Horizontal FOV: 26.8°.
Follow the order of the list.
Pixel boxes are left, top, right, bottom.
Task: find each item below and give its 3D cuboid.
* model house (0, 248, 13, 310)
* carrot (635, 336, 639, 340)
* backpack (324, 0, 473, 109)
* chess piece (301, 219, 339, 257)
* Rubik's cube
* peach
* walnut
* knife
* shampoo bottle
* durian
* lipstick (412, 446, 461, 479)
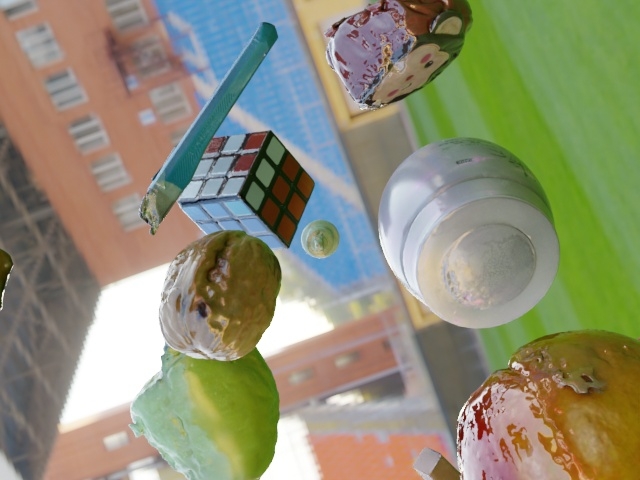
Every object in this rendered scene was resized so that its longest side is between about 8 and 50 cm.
[{"bbox_3d":[-0.432,0.086,1.415,0.173,0.268,0.239,-20,-112,-45],"label":"model house"},{"bbox_3d":[0.468,0.188,2.114,0.061,0.257,0.061,47,-162,-21],"label":"carrot"},{"bbox_3d":[0.126,-0.297,1.973,0.139,0.229,0.229,57,-179,10],"label":"backpack"},{"bbox_3d":[0.000,0.000,1.986,0.149,0.059,0.059,-89,-21,-88],"label":"chess piece"},{"bbox_3d":[-0.133,-0.085,2.440,0.160,0.162,0.163,48,-127,-39],"label":"Rubik's cube"},{"bbox_3d":[0.323,0.281,1.502,0.372,0.290,0.372,49,160,24],"label":"peach"},{"bbox_3d":[-0.129,0.068,1.762,0.155,0.156,0.184,63,-137,-65],"label":"walnut"},{"bbox_3d":[-0.136,-0.139,1.626,0.044,0.296,0.026,38,170,-33],"label":"knife"},{"bbox_3d":[0.235,-0.016,2.136,0.266,0.273,0.273,-115,3,-63],"label":"shampoo bottle"},{"bbox_3d":[-0.187,0.280,2.295,0.339,0.256,0.204,49,-152,-7],"label":"durian"},{"bbox_3d":[0.213,0.405,2.273,0.045,0.045,0.145,22,161,45],"label":"lipstick"}]
